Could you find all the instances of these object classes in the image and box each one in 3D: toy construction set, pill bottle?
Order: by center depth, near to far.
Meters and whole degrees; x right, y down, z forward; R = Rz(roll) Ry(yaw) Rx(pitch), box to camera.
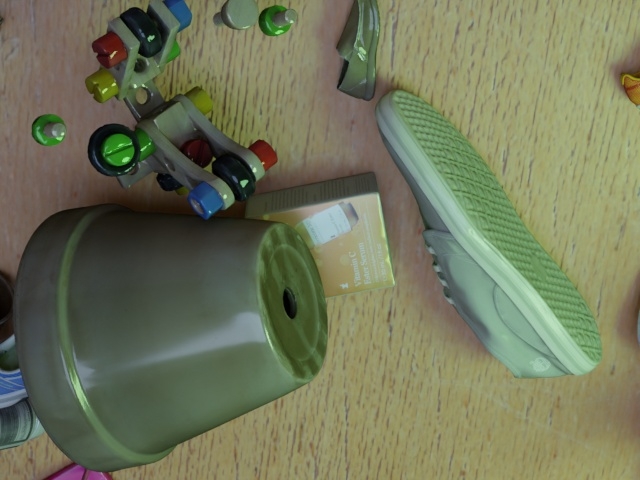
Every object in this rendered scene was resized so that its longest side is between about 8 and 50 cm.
[{"bbox_3d":[-0.174,-0.185,1.536,0.257,0.237,0.309,33,79,-22],"label":"toy construction set"},{"bbox_3d":[-0.426,0.238,1.701,0.078,0.137,0.078,0,90,27],"label":"pill bottle"}]

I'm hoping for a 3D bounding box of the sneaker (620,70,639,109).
[{"bbox_3d":[0.450,-0.231,1.587,0.175,0.064,0.067,-35,97,8],"label":"sneaker"}]

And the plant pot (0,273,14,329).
[{"bbox_3d":[-0.496,0.122,1.662,0.167,0.167,0.165,23,116,-8],"label":"plant pot"}]

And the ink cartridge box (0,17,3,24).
[{"bbox_3d":[-0.539,-0.234,1.583,0.224,0.045,0.223,31,106,-10],"label":"ink cartridge box"}]

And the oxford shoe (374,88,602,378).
[{"bbox_3d":[0.190,0.011,1.629,0.130,0.169,0.449,-27,110,30],"label":"oxford shoe"}]

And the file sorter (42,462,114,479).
[{"bbox_3d":[-0.388,0.476,1.771,0.290,0.182,0.202,-30,107,10],"label":"file sorter"}]

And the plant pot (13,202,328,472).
[{"bbox_3d":[-0.154,0.098,1.526,0.280,0.323,0.323,-10,111,22],"label":"plant pot"}]

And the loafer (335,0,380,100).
[{"bbox_3d":[0.044,-0.242,1.581,0.050,0.056,0.148,-2,110,-6],"label":"loafer"}]

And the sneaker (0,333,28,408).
[{"bbox_3d":[-0.350,0.151,1.661,0.211,0.080,0.081,-21,147,-35],"label":"sneaker"}]

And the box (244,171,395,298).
[{"bbox_3d":[0.000,0.000,1.650,0.170,0.091,0.130,-12,110,3],"label":"box"}]

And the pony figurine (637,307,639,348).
[{"bbox_3d":[0.533,0.197,1.629,0.302,0.363,0.351,21,93,-1],"label":"pony figurine"}]
